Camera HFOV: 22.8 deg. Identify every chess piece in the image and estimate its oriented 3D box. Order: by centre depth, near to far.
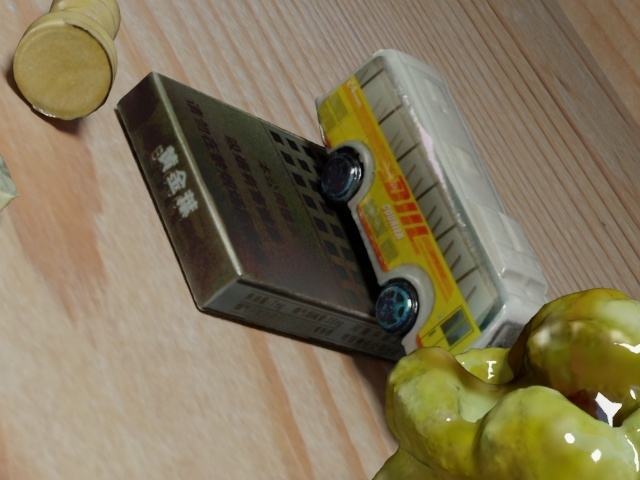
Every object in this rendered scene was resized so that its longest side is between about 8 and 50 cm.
[{"bbox_3d":[-0.160,-0.129,1.040,0.066,0.066,0.122,43,17,-17],"label":"chess piece"}]

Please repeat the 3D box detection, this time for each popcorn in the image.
[{"bbox_3d":[0.116,0.168,0.825,0.276,0.276,0.225,35,2,-35],"label":"popcorn"}]

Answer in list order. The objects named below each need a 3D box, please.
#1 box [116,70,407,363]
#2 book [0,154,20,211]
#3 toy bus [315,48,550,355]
[{"bbox_3d":[0.000,-0.001,1.159,0.325,0.047,0.180,20,38,-51],"label":"box"},{"bbox_3d":[-0.320,-0.189,0.858,0.264,0.031,0.379,19,37,-54],"label":"book"},{"bbox_3d":[0.079,-0.011,1.121,0.092,0.106,0.268,22,38,-44],"label":"toy bus"}]
